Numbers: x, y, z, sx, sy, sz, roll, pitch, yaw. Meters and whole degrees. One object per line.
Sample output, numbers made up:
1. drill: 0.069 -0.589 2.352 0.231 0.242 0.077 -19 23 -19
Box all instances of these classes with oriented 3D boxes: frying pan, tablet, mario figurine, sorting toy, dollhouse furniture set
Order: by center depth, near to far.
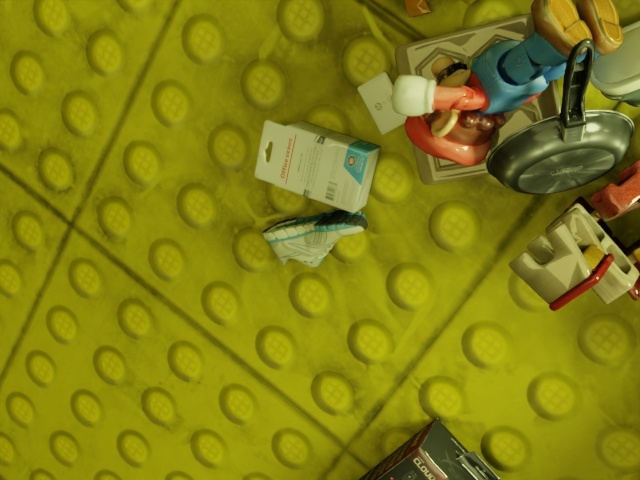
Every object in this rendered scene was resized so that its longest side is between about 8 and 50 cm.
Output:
1. dollhouse furniture set: 0.397 -0.017 1.023 0.201 0.374 0.152 -43 82 30
2. frying pan: 0.337 -0.138 1.074 0.326 0.197 0.053 123 142 -63
3. mario figurine: 0.214 -0.227 1.097 0.198 0.170 0.320 25 147 -24
4. sorting toy: 0.222 -0.247 1.220 0.229 0.041 0.307 -8 100 27
5. tablet: 0.097 -0.210 1.300 0.054 0.006 0.083 -27 94 28

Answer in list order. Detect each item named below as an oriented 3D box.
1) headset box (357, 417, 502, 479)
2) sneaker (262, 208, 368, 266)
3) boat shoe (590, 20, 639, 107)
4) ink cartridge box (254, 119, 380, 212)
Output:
1. headset box: 0.178 0.458 1.413 0.218 0.110 0.293 46 118 5
2. sneaker: 0.000 0.000 1.381 0.190 0.071 0.083 -10 108 35
3. boat shoe: 0.482 -0.231 0.990 0.319 0.099 0.116 -13 63 39
4. ink cartridge box: -0.006 -0.124 1.342 0.180 0.060 0.104 21 114 17
